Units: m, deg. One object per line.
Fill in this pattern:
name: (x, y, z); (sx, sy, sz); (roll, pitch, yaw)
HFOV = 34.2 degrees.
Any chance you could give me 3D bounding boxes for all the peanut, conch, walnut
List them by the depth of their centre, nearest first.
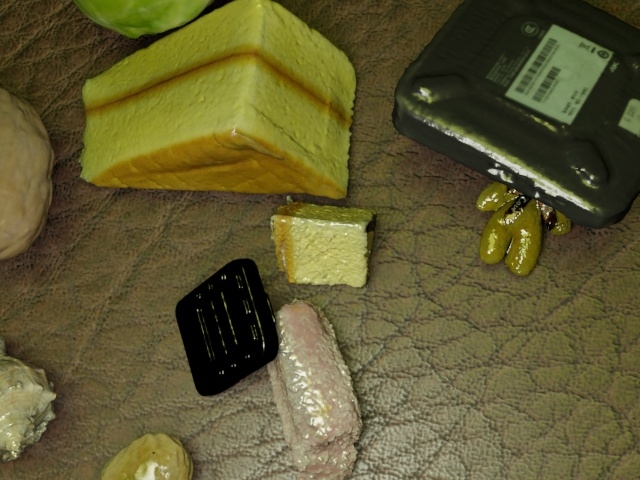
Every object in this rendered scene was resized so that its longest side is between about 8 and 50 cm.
peanut: (-0.257, 0.367, 1.396); (0.120, 0.110, 0.236); (30, 88, -8)
conch: (-0.461, 0.221, 1.437); (0.178, 0.163, 0.245); (-25, 43, -15)
walnut: (-0.503, -0.090, 1.480); (0.273, 0.227, 0.273); (-1, 81, 6)

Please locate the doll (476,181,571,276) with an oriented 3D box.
doll: (0.289, -0.057, 1.440); (0.137, 0.097, 0.209); (16, 83, 5)

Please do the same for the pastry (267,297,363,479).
pastry: (-0.010, 0.201, 1.401); (0.103, 0.112, 0.265); (-10, 77, -17)

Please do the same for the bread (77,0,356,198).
bread: (-0.163, -0.176, 1.538); (0.362, 0.245, 0.233); (-12, 61, 37)

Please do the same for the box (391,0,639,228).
box: (0.311, -0.205, 1.418); (0.350, 0.091, 0.359); (28, 57, 15)

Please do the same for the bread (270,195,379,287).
bread: (0.000, 0.000, 1.436); (0.147, 0.152, 0.127); (6, 87, 9)

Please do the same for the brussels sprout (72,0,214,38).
brussels sprout: (-0.236, -0.460, 1.522); (0.344, 0.268, 0.344); (1, 93, 10)

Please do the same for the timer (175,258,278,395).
timer: (-0.124, 0.120, 1.418); (0.055, 0.187, 0.144); (-3, 69, -39)
